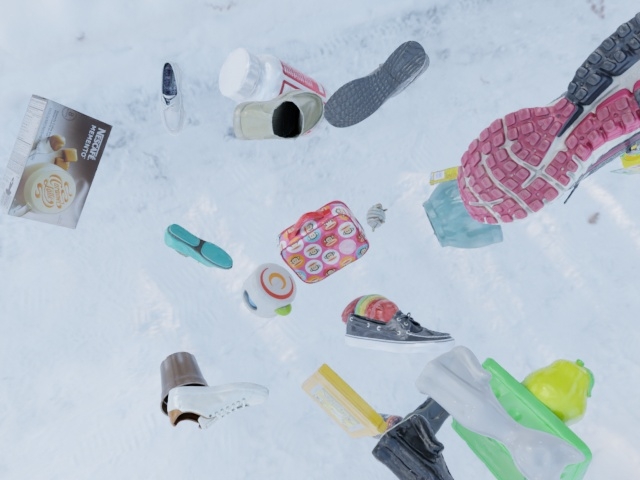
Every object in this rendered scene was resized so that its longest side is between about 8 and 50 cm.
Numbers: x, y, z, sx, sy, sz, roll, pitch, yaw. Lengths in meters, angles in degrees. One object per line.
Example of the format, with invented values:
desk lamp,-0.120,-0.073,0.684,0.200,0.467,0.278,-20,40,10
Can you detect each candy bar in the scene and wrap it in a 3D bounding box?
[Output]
candy bar,0.329,-0.167,1.165,0.018,0.161,0.040,7,84,-29

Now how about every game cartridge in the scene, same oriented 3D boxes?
game cartridge,0.070,0.566,1.607,0.285,0.324,0.052,42,64,9

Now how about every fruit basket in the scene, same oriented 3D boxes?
fruit basket,0.617,0.505,1.336,0.391,0.283,0.392,-5,37,4

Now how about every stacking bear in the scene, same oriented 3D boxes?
stacking bear,0.212,0.282,1.748,0.175,0.289,0.164,36,77,-5

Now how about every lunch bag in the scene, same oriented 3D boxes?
lunch bag,0.000,0.000,1.625,0.293,0.258,0.120,-30,39,11

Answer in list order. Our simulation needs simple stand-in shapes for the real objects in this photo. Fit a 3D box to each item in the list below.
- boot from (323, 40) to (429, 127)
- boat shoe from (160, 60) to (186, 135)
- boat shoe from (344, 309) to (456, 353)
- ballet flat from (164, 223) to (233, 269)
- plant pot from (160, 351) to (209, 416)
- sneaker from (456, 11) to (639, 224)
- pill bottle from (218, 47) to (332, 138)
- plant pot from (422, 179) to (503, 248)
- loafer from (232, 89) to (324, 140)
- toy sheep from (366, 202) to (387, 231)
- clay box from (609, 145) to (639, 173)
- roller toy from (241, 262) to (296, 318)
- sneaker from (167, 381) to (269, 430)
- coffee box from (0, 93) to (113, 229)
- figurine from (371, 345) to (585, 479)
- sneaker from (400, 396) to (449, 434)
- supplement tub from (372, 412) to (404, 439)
boot,0.179,-0.445,1.386,0.338,0.222,0.118,-29,93,18
boat shoe,-0.382,-0.364,1.188,0.066,0.063,0.184,8,102,-1
boat shoe,0.148,0.172,0.896,0.080,0.228,0.076,4,84,-51
ballet flat,-0.409,0.035,1.543,0.247,0.087,0.083,33,40,-14
plant pot,-0.467,0.477,1.562,0.166,0.167,0.165,-24,40,-13
sneaker,0.288,-0.112,0.520,0.112,0.299,0.121,-2,64,-43
pill bottle,-0.162,-0.545,1.730,0.407,0.228,0.229,13,72,-46
plant pot,0.476,-0.091,1.612,0.196,0.293,0.293,-23,82,10
loafer,-0.065,-0.254,0.971,0.092,0.102,0.268,18,32,29
toy sheep,0.230,-0.096,1.916,0.091,0.091,0.132,21,65,-4
clay box,0.751,-0.198,0.987,0.127,0.222,0.053,-1,79,-37
roller toy,-0.203,0.196,1.805,0.191,0.146,0.209,25,43,-20
sneaker,-0.292,0.489,1.343,0.289,0.106,0.123,-2,47,-10
coffee box,-0.572,-0.165,0.998,0.098,0.141,0.247,22,91,37
figurine,0.204,0.286,0.617,0.209,0.092,0.215,39,111,36
sneaker,0.308,0.473,1.275,0.227,0.130,0.087,-47,67,3
supplement tub,0.281,0.752,1.855,0.105,0.198,0.106,8,73,-27
